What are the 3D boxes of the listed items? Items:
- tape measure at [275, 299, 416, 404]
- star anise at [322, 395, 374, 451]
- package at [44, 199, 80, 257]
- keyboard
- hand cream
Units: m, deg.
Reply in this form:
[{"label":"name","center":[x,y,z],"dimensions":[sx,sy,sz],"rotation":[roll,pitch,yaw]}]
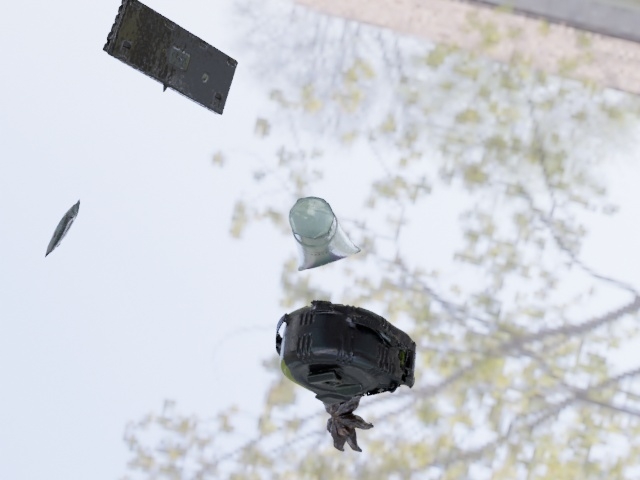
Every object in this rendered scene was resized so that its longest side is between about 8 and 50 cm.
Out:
[{"label":"tape measure","center":[0.023,0.169,2.133],"dimensions":[0.199,0.112,0.186],"rotation":[-17,143,36]},{"label":"star anise","center":[0.040,0.312,2.548],"dimensions":[0.042,0.141,0.141],"rotation":[-6,-159,-30]},{"label":"package","center":[-0.352,-0.016,1.975],"dimensions":[0.015,0.110,0.037],"rotation":[35,-133,-2]},{"label":"keyboard","center":[-0.225,-0.275,2.204],"dimensions":[0.027,0.106,0.317],"rotation":[16,175,28]},{"label":"hand cream","center":[0.000,0.000,1.601],"dimensions":[0.078,0.050,0.205],"rotation":[-20,165,1]}]
